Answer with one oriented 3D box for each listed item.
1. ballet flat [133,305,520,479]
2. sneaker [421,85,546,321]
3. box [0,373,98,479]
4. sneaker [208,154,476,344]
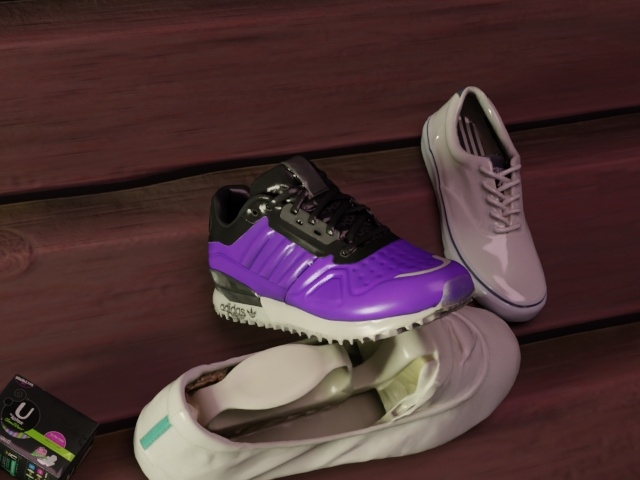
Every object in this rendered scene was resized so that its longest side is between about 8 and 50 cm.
[{"bbox_3d":[0.031,0.126,1.259,0.400,0.139,0.139,-14,63,-26],"label":"ballet flat"},{"bbox_3d":[0.167,-0.042,1.439,0.094,0.091,0.258,-8,60,-23],"label":"sneaker"},{"bbox_3d":[-0.239,0.165,1.191,0.083,0.052,0.062,30,54,5],"label":"box"},{"bbox_3d":[-0.001,0.000,1.222,0.102,0.293,0.146,-20,107,-43],"label":"sneaker"}]
